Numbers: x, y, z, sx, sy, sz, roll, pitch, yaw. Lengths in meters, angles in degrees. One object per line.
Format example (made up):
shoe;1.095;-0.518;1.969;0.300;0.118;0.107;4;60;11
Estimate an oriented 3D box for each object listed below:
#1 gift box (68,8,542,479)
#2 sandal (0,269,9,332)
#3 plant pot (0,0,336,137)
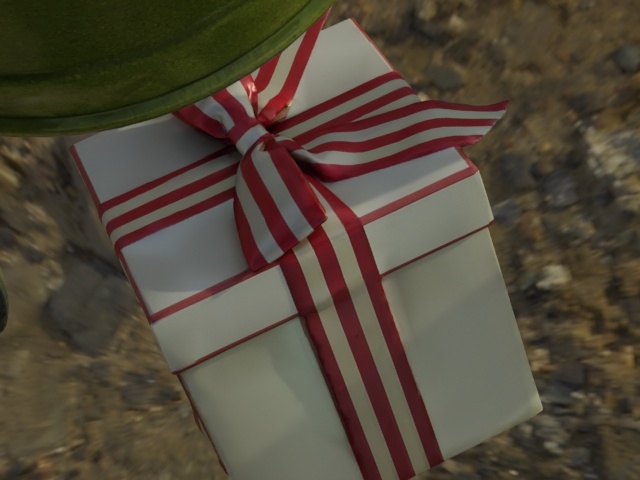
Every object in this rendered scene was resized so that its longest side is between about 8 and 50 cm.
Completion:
gift box;0.000;0.000;1.218;0.276;0.255;0.258;-29;129;-9
sandal;-0.249;-0.026;0.730;0.120;0.086;0.303;-38;129;20
plant pot;-0.134;-0.245;0.658;0.367;0.353;0.366;0;85;1
